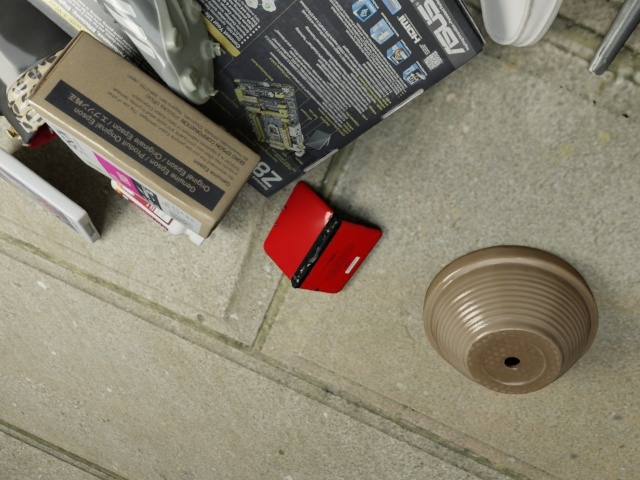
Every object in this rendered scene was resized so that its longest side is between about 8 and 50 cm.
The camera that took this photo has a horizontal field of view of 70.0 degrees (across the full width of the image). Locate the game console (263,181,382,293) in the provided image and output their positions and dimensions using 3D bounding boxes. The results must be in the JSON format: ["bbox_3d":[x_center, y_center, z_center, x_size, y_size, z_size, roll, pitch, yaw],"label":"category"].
[{"bbox_3d":[0.000,0.000,0.694,0.124,0.085,0.144,12,129,-29],"label":"game console"}]

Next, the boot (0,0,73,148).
[{"bbox_3d":[-0.473,-0.252,0.613,0.378,0.138,0.284,-26,110,21],"label":"boot"}]

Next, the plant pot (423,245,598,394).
[{"bbox_3d":[0.264,0.134,0.641,0.238,0.109,0.237,6,120,11],"label":"plant pot"}]

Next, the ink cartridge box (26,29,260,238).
[{"bbox_3d":[-0.183,-0.092,0.519,0.193,0.235,0.088,34,79,-11],"label":"ink cartridge box"}]

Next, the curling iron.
[{"bbox_3d":[0.347,-0.281,0.419,0.068,0.035,0.273,28,123,-1],"label":"curling iron"}]

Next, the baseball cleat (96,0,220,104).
[{"bbox_3d":[-0.167,-0.214,0.398,0.110,0.072,0.205,4,136,23],"label":"baseball cleat"}]

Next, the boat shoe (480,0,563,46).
[{"bbox_3d":[0.156,-0.294,0.389,0.096,0.098,0.276,-30,134,-14],"label":"boat shoe"}]

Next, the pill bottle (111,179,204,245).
[{"bbox_3d":[-0.219,-0.063,0.675,0.152,0.086,0.086,40,122,-9],"label":"pill bottle"}]

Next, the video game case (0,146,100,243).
[{"bbox_3d":[-0.438,-0.078,0.703,0.201,0.023,0.183,39,159,-9],"label":"video game case"}]

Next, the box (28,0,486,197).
[{"bbox_3d":[-0.077,-0.255,0.453,0.318,0.097,0.395,-33,126,27],"label":"box"}]
